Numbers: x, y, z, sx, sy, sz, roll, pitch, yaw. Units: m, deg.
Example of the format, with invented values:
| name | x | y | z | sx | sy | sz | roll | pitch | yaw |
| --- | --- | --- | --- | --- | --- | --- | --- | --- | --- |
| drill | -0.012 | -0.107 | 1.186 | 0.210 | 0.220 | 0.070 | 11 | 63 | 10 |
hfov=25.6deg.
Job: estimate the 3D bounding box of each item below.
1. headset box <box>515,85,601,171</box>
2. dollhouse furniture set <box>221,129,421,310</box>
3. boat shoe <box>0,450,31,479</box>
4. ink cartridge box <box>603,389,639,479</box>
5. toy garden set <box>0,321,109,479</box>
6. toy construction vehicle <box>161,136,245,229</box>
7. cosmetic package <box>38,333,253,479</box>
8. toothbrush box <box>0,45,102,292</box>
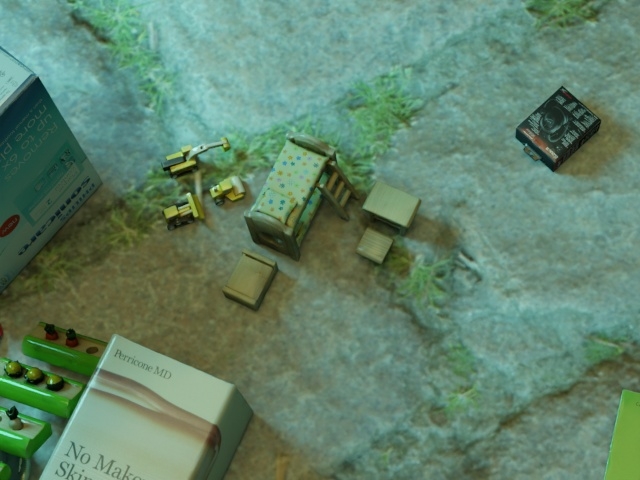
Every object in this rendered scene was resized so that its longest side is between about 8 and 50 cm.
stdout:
| name | x | y | z | sx | sy | sz | roll | pitch | yaw |
| --- | --- | --- | --- | --- | --- | --- | --- | --- | --- |
| headset box | 0.265 | -0.124 | 1.592 | 0.083 | 0.032 | 0.062 | -43 | 73 | -9 |
| dollhouse furniture set | 0.000 | 0.000 | 1.533 | 0.161 | 0.101 | 0.182 | 23 | 75 | 12 |
| boat shoe | -0.415 | 0.329 | 1.449 | 0.116 | 0.099 | 0.319 | 27 | 72 | 11 |
| ink cartridge box | 0.370 | 0.283 | 1.412 | 0.189 | 0.097 | 0.255 | 13 | 74 | 9 |
| toy garden set | -0.358 | 0.148 | 1.472 | 0.204 | 0.049 | 0.244 | 15 | 38 | 22 |
| toy construction vehicle | -0.141 | -0.067 | 1.602 | 0.098 | 0.035 | 0.086 | -18 | 71 | -2 |
| cosmetic package | -0.202 | 0.266 | 1.444 | 0.153 | 0.129 | 0.296 | 20 | 73 | 12 |
| toothbrush box | -0.374 | -0.070 | 1.484 | 0.126 | 0.295 | 0.216 | 38 | 77 | 14 |
